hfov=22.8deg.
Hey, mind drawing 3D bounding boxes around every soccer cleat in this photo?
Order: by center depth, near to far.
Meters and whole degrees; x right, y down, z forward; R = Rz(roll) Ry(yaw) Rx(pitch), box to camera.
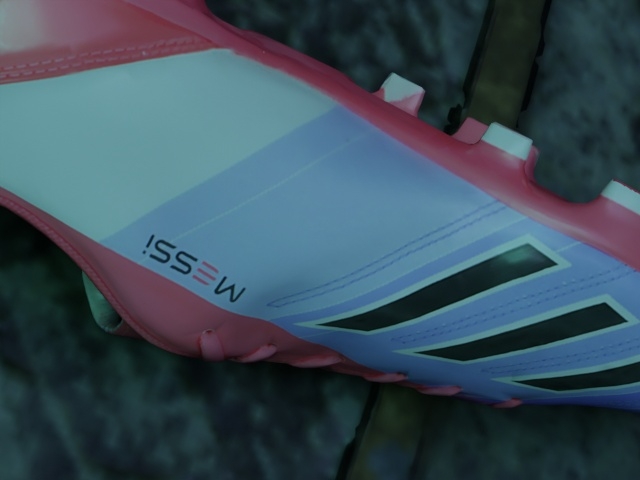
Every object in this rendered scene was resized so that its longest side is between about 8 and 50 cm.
[{"bbox_3d":[0.000,0.000,0.388,0.248,0.083,0.095,27,95,-23],"label":"soccer cleat"}]
